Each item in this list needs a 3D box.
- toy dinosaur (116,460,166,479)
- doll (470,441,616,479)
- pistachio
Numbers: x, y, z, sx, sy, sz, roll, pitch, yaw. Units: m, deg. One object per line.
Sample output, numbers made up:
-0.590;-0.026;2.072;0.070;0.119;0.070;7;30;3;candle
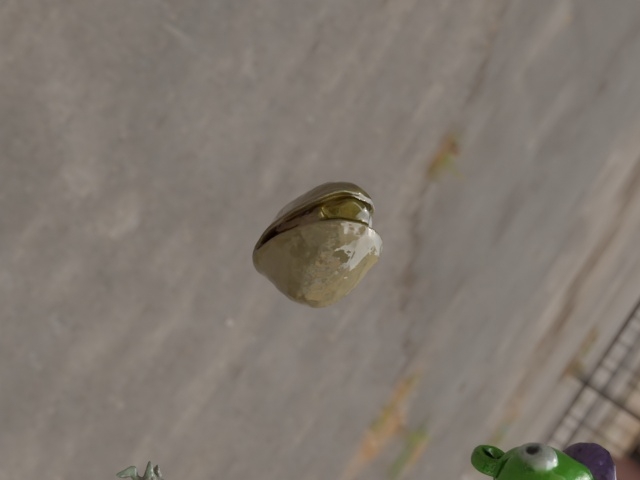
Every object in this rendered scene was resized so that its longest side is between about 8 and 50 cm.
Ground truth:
-0.139;0.243;1.646;0.032;0.108;0.220;-40;152;31;toy dinosaur
0.155;0.158;0.997;0.115;0.190;0.050;-17;130;-45;doll
0.000;0.000;1.761;0.113;0.113;0.149;-45;172;-37;pistachio
